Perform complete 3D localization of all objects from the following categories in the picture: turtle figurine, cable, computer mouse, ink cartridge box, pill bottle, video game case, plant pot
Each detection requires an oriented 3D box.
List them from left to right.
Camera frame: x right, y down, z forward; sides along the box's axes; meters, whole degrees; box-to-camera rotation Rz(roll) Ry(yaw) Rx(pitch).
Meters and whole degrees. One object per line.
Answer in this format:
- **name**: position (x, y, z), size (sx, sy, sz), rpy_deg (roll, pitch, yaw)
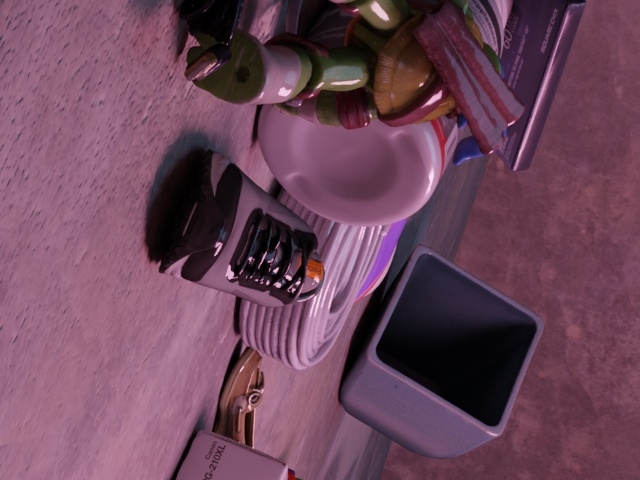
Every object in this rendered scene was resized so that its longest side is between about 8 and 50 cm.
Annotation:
- **computer mouse**: position (-0.066, -0.181, 1.041), size (0.262, 0.060, 0.184), rpy_deg (-88, -167, -80)
- **ink cartridge box**: position (-0.109, 0.317, 1.830), size (0.237, 0.100, 0.172), rpy_deg (93, 20, -66)
- **cable**: position (0.000, 0.000, 1.795), size (0.257, 0.089, 0.257), rpy_deg (80, 32, -72)
- **turtle figurine**: position (0.010, -0.175, 1.291), size (0.266, 0.198, 0.275), rpy_deg (2, 71, -58)
- **pill bottle**: position (0.067, -0.156, 1.582), size (0.283, 0.161, 0.161), rpy_deg (-61, 169, -45)
- **plant pot**: position (0.168, 0.208, 2.910), size (0.252, 0.248, 0.247), rpy_deg (-50, -169, 54)
- **video game case**: position (0.150, -0.226, 1.752), size (0.026, 0.274, 0.196), rpy_deg (-11, 136, -28)

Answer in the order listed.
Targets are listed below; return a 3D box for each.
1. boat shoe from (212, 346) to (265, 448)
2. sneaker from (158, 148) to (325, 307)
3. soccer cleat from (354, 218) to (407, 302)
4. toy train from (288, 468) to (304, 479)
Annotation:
- **boat shoe**: position (-0.078, 0.175, 1.856), size (0.056, 0.048, 0.153), rpy_deg (-55, 164, -59)
- **sneaker**: position (-0.052, 0.000, 1.396), size (0.271, 0.108, 0.100), rpy_deg (33, 80, -80)
- **soccer cleat**: position (0.058, -0.063, 1.969), size (0.116, 0.108, 0.318), rpy_deg (-42, 155, -63)
- **toy train**: position (-0.044, 0.433, 2.384), size (0.105, 0.143, 0.248), rpy_deg (99, 15, -54)
